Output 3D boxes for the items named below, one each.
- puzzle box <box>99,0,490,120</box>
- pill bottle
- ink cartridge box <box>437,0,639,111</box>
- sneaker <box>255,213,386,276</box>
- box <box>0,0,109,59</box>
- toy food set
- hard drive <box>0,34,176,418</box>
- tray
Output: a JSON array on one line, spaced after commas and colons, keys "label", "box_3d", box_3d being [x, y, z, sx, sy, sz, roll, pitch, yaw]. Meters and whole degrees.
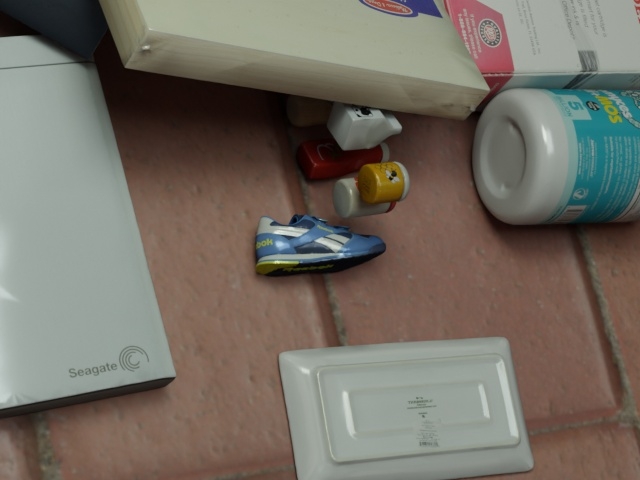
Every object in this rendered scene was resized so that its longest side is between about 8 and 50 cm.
[{"label": "puzzle box", "box_3d": [-0.044, -0.251, 1.513, 0.409, 0.052, 0.272, 6, 47, -37]}, {"label": "pill bottle", "box_3d": [0.309, -0.092, 1.687, 0.264, 0.146, 0.146, -2, 72, -27]}, {"label": "ink cartridge box", "box_3d": [0.231, -0.255, 1.727, 0.283, 0.117, 0.207, -3, 72, -27]}, {"label": "sneaker", "box_3d": [0.000, 0.000, 1.556, 0.144, 0.053, 0.059, -2, 70, -28]}, {"label": "box", "box_3d": [-0.252, -0.281, 1.488, 0.156, 0.093, 0.158, 29, 38, -13]}, {"label": "toy food set", "box_3d": [0.045, -0.110, 1.576, 0.105, 0.111, 0.232, -7, 45, -28]}, {"label": "hard drive", "box_3d": [-0.286, -0.018, 1.426, 0.233, 0.047, 0.353, -9, 75, -29]}, {"label": "tray", "box_3d": [0.094, 0.169, 1.551, 0.270, 0.030, 0.145, -2, 73, -27]}]
